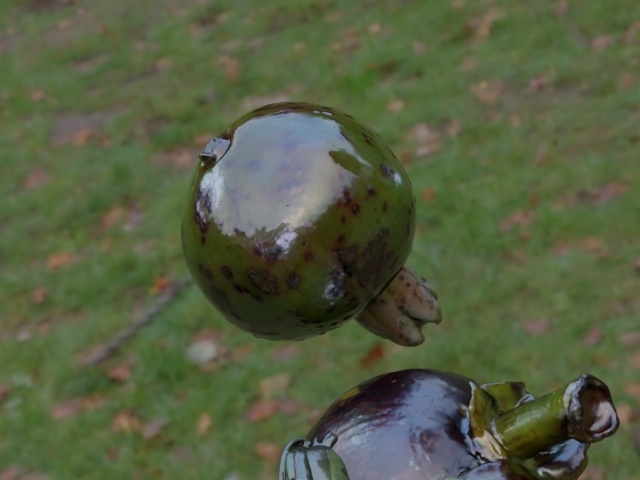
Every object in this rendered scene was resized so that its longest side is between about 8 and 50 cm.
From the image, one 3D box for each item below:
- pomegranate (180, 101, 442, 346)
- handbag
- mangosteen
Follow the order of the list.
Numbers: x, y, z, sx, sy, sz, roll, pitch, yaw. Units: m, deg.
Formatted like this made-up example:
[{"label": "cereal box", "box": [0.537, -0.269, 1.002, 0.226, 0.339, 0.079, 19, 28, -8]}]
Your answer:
[{"label": "pomegranate", "box": [0.000, 0.000, 1.450, 0.202, 0.248, 0.202, -39, 29, 27]}, {"label": "handbag", "box": [-0.001, 0.174, 1.198, 0.047, 0.072, 0.111, -15, 55, 6]}, {"label": "mangosteen", "box": [0.112, 0.183, 1.365, 0.289, 0.231, 0.231, -40, 13, 27]}]
